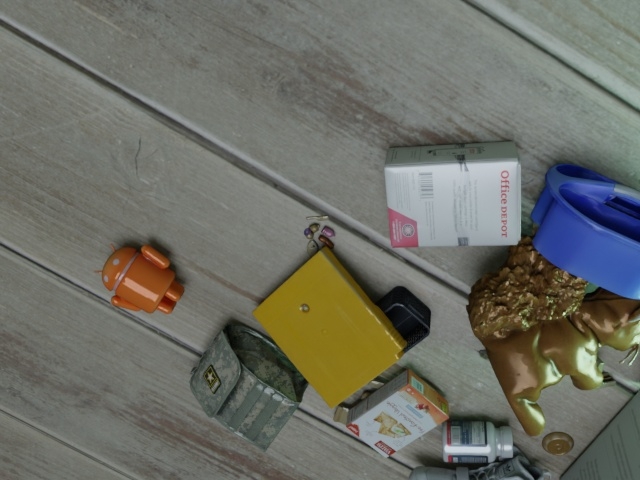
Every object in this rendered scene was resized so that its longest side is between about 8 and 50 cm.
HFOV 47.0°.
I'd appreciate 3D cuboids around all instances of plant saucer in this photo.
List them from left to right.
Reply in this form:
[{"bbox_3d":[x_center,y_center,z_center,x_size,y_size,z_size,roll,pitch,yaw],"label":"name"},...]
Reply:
[{"bbox_3d":[0.638,0.550,1.976,0.084,0.015,0.083,4,119,8],"label":"plant saucer"}]

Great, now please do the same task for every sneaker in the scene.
[{"bbox_3d":[0.437,0.648,2.002,0.366,0.137,0.210,19,120,-6],"label":"sneaker"}]

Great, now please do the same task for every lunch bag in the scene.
[{"bbox_3d":[-0.198,0.379,1.949,0.287,0.169,0.235,33,123,0],"label":"lunch bag"}]

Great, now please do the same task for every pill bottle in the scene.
[{"bbox_3d":[0.416,0.535,1.955,0.180,0.108,0.107,-2,118,11],"label":"pill bottle"}]

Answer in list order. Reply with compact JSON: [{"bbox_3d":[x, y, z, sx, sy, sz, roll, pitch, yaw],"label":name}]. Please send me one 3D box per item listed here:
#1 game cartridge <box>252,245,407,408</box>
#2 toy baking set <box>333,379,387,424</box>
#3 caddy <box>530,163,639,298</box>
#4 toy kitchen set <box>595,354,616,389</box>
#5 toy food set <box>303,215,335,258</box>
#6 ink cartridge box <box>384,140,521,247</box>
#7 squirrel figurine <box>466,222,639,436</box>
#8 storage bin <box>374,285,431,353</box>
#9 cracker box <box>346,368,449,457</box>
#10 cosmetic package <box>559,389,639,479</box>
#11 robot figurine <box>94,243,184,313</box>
[{"bbox_3d":[0.021,0.219,1.818,0.323,0.053,0.285,50,121,3],"label":"game cartridge"},{"bbox_3d":[0.145,0.435,1.996,0.197,0.030,0.256,37,119,-14],"label":"toy baking set"},{"bbox_3d":[0.605,-0.036,1.532,0.341,0.241,0.179,23,126,-4],"label":"caddy"},{"bbox_3d":[0.688,0.313,1.826,0.075,0.068,0.083,-6,121,-19],"label":"toy kitchen set"},{"bbox_3d":[0.000,0.000,1.784,0.078,0.019,0.122,-4,118,12],"label":"toy food set"},{"bbox_3d":[0.291,-0.098,1.621,0.283,0.117,0.207,-1,118,12],"label":"ink cartridge box"},{"bbox_3d":[0.541,0.167,1.644,0.371,0.281,0.397,-26,114,15],"label":"squirrel figurine"},{"bbox_3d":[0.176,0.216,1.835,0.122,0.084,0.180,41,117,-12],"label":"storage bin"},{"bbox_3d":[0.202,0.460,1.946,0.156,0.067,0.232,40,118,-16],"label":"cracker box"},{"bbox_3d":[0.850,0.655,1.816,0.328,0.329,0.393,24,121,-4],"label":"cosmetic package"},{"bbox_3d":[-0.456,0.102,1.860,0.219,0.128,0.158,32,143,-8],"label":"robot figurine"}]
